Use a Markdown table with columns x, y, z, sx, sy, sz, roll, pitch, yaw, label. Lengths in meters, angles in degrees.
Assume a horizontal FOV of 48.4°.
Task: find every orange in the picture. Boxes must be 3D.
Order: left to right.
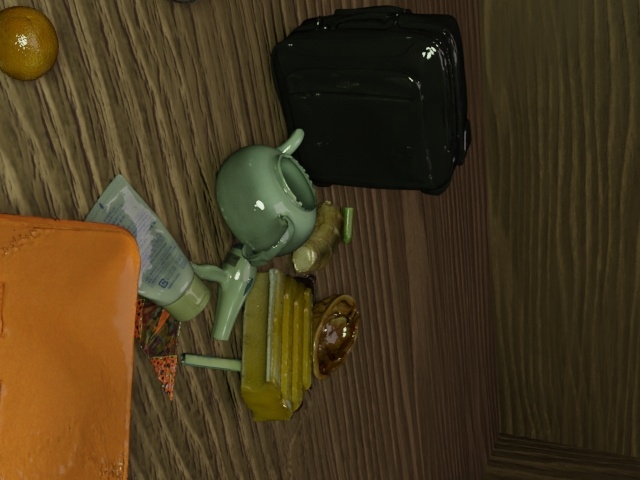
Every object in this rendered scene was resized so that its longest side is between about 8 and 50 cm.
| x | y | z | sx | sy | sz | roll | pitch | yaw | label |
| --- | --- | --- | --- | --- | --- | --- | --- | --- | --- |
| -0.330 | -0.218 | 0.792 | 0.085 | 0.085 | 0.085 | -14 | 106 | -62 | orange |

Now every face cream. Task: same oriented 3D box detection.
| x | y | z | sx | sy | sz | roll | pitch | yaw | label |
| --- | --- | --- | --- | --- | --- | --- | --- | --- | --- |
| -0.248 | 0.021 | 1.017 | 0.224 | 0.070 | 0.114 | 53 | 46 | -36 | face cream |

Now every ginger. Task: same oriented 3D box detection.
| x | y | z | sx | sy | sz | roll | pitch | yaw | label |
| --- | --- | --- | --- | --- | --- | --- | --- | --- | --- |
| -0.002 | -0.001 | 1.475 | 0.095 | 0.069 | 0.190 | 41 | 54 | -27 | ginger |

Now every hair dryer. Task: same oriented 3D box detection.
| x | y | z | sx | sy | sz | roll | pitch | yaw | label |
| --- | --- | --- | --- | --- | --- | --- | --- | --- | --- |
| -0.183 | 0.090 | 1.158 | 0.199 | 0.067 | 0.167 | -4 | 103 | -52 | hair dryer |

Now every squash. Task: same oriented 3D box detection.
| x | y | z | sx | sy | sz | roll | pitch | yaw | label |
| --- | --- | --- | --- | --- | --- | --- | --- | --- | --- |
| 0.062 | -0.034 | 1.641 | 0.027 | 0.027 | 0.083 | -4 | 98 | -63 | squash |

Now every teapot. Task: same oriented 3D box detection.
| x | y | z | sx | sy | sz | roll | pitch | yaw | label |
| --- | --- | --- | --- | --- | --- | --- | --- | --- | --- |
| -0.082 | -0.071 | 1.187 | 0.193 | 0.129 | 0.294 | 45 | 28 | -33 | teapot |
| -0.033 | 0.106 | 1.452 | 0.100 | 0.045 | 0.068 | -61 | 146 | -38 | teapot |

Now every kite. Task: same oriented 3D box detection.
| x | y | z | sx | sy | sz | roll | pitch | yaw | label |
| --- | --- | --- | --- | --- | --- | --- | --- | --- | --- |
| -0.239 | 0.130 | 1.087 | 0.125 | 0.008 | 0.222 | -59 | 143 | -42 | kite |

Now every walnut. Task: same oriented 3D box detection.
| x | y | z | sx | sy | sz | roll | pitch | yaw | label |
| --- | --- | --- | --- | --- | --- | --- | --- | --- | --- |
| 0.001 | 0.193 | 1.483 | 0.211 | 0.087 | 0.167 | -34 | 130 | -55 | walnut |

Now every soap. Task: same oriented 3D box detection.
| x | y | z | sx | sy | sz | roll | pitch | yaw | label |
| --- | --- | --- | --- | --- | --- | --- | --- | --- | --- |
| -0.076 | 0.196 | 1.288 | 0.160 | 0.080 | 0.258 | 38 | 49 | -57 | soap |

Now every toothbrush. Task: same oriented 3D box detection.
| x | y | z | sx | sy | sz | roll | pitch | yaw | label |
| --- | --- | --- | --- | --- | --- | --- | --- | --- | --- |
| -0.151 | 0.220 | 1.251 | 0.294 | 0.028 | 0.026 | 29 | 50 | -61 | toothbrush |

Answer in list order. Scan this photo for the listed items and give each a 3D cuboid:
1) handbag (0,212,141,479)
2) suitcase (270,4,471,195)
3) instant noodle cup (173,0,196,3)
| x | y | z | sx | sy | sz | roll | pitch | yaw | label |
| --- | --- | --- | --- | --- | --- | --- | --- | --- | --- |
| -0.344 | 0.177 | 0.779 | 0.303 | 0.116 | 0.410 | 6 | 88 | -60 | handbag |
| 0.097 | -0.262 | 1.325 | 0.188 | 0.345 | 0.339 | -50 | 138 | -45 | suitcase |
| -0.176 | -0.420 | 1.036 | 0.136 | 0.127 | 0.127 | -58 | 143 | -57 | instant noodle cup |
